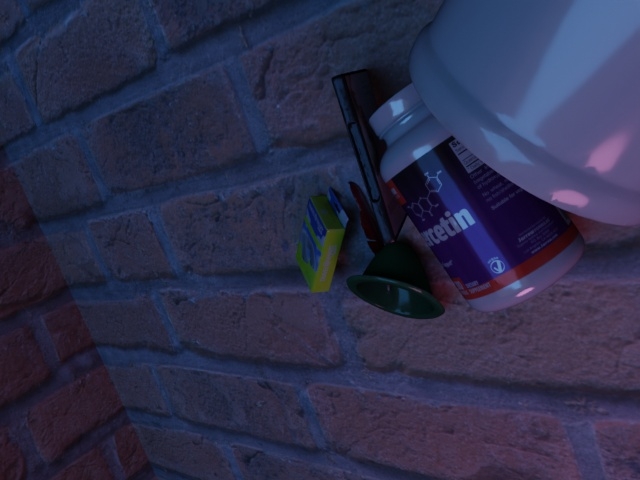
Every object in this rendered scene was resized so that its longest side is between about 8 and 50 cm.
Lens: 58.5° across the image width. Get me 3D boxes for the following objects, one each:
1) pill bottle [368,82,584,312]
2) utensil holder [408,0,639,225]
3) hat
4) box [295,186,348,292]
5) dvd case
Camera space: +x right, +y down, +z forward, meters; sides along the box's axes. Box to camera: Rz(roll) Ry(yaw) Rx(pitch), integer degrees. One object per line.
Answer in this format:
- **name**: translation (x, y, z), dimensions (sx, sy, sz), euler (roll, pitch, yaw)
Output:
- **pill bottle**: translation (0.208, -0.072, 0.810), dimensions (0.322, 0.181, 0.181), euler (56, 135, 2)
- **utensil holder**: translation (0.312, -0.261, 0.523), dimensions (0.328, 0.328, 0.385), euler (42, 131, 15)
- **hat**: translation (0.148, 0.019, 1.026), dimensions (0.173, 0.183, 0.208), euler (-2, 151, 43)
- **box**: translation (0.000, 0.000, 1.094), dimensions (0.109, 0.043, 0.178), euler (-117, 32, -45)
- **dvd case**: translation (0.084, -0.137, 0.888), dimensions (0.022, 0.180, 0.252), euler (-14, 104, 19)
